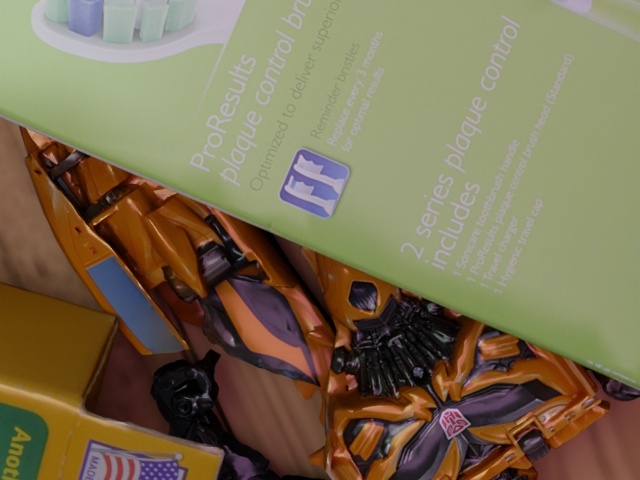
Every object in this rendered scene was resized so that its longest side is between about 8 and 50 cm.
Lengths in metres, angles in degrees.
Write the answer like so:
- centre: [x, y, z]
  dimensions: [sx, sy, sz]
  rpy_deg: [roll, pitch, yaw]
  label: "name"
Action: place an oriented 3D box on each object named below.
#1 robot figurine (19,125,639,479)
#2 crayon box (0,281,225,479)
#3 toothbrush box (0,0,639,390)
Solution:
- centre: [0.000, 0.000, 0.786]
  dimensions: [0.211, 0.085, 0.291]
  rpy_deg: [-36, 94, 2]
  label: "robot figurine"
- centre: [-0.212, 0.101, 0.762]
  dimensions: [0.323, 0.083, 0.203]
  rpy_deg: [17, 113, -2]
  label: "crayon box"
- centre: [-0.004, -0.067, 0.636]
  dimensions: [0.283, 0.206, 0.122]
  rpy_deg: [24, 94, -3]
  label: "toothbrush box"
